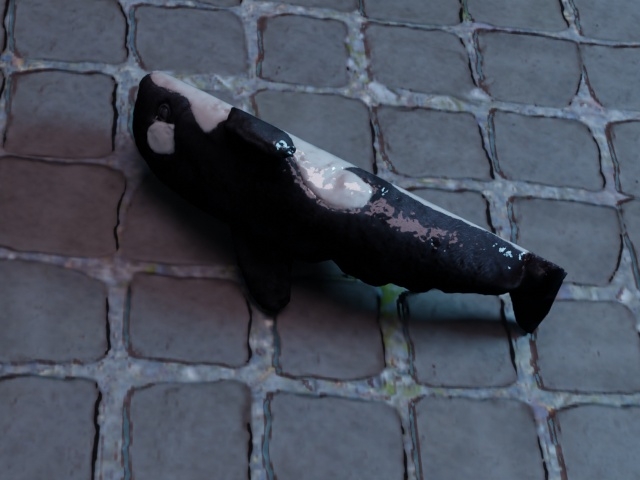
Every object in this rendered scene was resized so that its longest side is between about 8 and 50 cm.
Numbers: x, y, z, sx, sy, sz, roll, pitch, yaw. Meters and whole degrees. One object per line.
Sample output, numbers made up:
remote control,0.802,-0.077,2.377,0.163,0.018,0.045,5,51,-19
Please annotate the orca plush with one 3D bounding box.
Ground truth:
orca plush,0.000,0.000,0.898,0.287,0.102,0.151,26,4,-3
